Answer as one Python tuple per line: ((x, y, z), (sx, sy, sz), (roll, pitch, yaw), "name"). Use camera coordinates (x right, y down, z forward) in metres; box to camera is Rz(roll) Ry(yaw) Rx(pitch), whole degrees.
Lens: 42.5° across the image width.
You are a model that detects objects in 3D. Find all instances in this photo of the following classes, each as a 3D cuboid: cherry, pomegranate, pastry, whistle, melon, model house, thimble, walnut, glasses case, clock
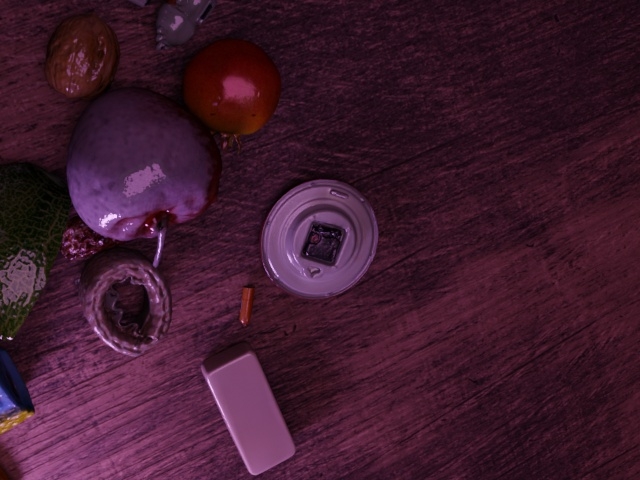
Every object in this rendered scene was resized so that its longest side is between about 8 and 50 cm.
((-0.387, -0.158, 1.730), (0.335, 0.291, 0.326), (42, 63, 5), "cherry")
((-0.198, -0.320, 1.832), (0.221, 0.221, 0.256), (1, 112, -21), "pomegranate")
((-0.487, -0.024, 1.847), (0.209, 0.115, 0.097), (-19, 99, -30), "pastry")
((-0.287, -0.520, 1.796), (0.106, 0.102, 0.253), (35, 93, -22), "whistle")
((-0.686, -0.004, 1.751), (0.331, 0.226, 0.343), (29, 95, 18), "melon")
((-0.784, 0.347, 1.794), (0.237, 0.215, 0.303), (-28, 144, -12), "model house")
((-0.447, 0.134, 1.894), (0.196, 0.148, 0.229), (-34, 116, -12), "thimble")
((-0.499, -0.388, 1.727), (0.156, 0.155, 0.184), (17, 99, -24), "walnut")
((-0.183, 0.433, 2.114), (0.144, 0.076, 0.336), (-25, 112, -14), "glasses case")
((0.000, 0.000, 2.064), (0.319, 0.080, 0.318), (-6, 106, -20), "clock")

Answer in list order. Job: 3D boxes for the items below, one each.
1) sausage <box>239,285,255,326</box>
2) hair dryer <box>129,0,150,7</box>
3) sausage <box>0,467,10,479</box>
((-0.185, 0.166, 2.064), (0.031, 0.031, 0.107), (3, 105, -22), "sausage")
((-0.473, -0.547, 1.748), (0.237, 0.073, 0.131), (19, 99, -34), "hair dryer")
((-0.775, 0.556, 1.931), (0.062, 0.054, 0.183), (-19, 116, 15), "sausage")
